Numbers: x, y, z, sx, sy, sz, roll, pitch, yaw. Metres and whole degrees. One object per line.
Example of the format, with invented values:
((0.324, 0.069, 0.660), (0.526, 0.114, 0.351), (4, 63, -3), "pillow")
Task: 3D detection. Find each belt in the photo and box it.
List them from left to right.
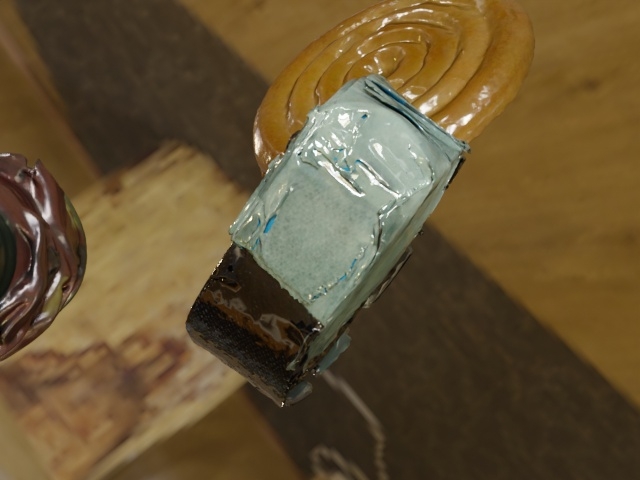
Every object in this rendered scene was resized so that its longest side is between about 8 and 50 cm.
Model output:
((0.000, 0.000, 0.682), (0.058, 0.105, 0.140), (38, 133, 6), "belt")

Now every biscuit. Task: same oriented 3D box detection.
((0.055, -0.133, 1.549), (0.262, 0.262, 0.037), (22, 150, 49), "biscuit")

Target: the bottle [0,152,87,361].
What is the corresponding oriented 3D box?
((-0.231, 0.001, 1.212), (0.156, 0.143, 0.271), (54, 180, -1), "bottle")
